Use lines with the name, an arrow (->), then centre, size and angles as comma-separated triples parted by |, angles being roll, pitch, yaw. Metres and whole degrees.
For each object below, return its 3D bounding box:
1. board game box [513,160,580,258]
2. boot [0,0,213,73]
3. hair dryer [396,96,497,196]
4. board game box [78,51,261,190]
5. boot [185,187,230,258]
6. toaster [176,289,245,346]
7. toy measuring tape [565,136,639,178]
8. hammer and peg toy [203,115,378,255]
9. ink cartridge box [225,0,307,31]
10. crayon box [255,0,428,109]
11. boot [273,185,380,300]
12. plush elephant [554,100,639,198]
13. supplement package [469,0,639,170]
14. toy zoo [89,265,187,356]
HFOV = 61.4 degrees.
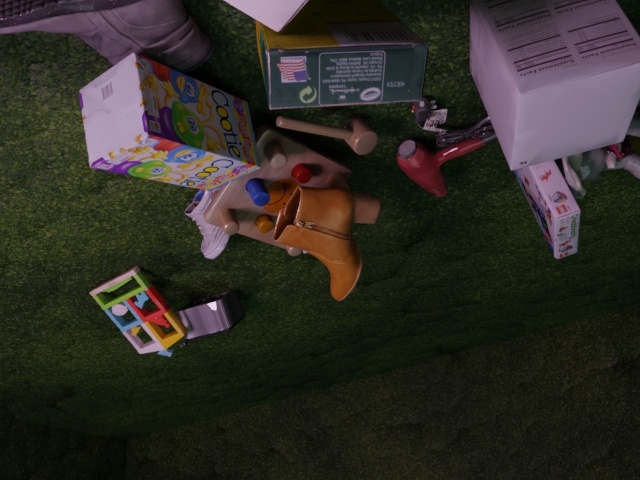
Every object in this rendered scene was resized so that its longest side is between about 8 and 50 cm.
board game box -> 0.481, -0.134, 1.186 | 0.053, 0.306, 0.193 | -20, 148, 13
boot -> -0.356, -0.319, 0.842 | 0.337, 0.118, 0.223 | -6, 157, 6
hair dryer -> 0.286, -0.190, 1.221 | 0.223, 0.080, 0.294 | 10, 150, 0
board game box -> -0.254, -0.192, 0.953 | 0.144, 0.142, 0.275 | -20, 167, 29
boot -> -0.276, -0.056, 1.329 | 0.123, 0.095, 0.258 | 15, 133, -26
toaster -> -0.350, 0.241, 1.710 | 0.167, 0.110, 0.185 | -17, -174, 12
toy measuring tape -> 0.802, -0.195, 1.362 | 0.330, 0.122, 0.121 | -28, 145, 28
hammer and peg toy -> -0.065, -0.146, 1.168 | 0.265, 0.127, 0.361 | 19, 119, -39
ink cartridge box -> -0.078, -0.413, 0.636 | 0.171, 0.233, 0.168 | 17, 140, -36
crayon box -> 0.011, -0.289, 0.784 | 0.202, 0.319, 0.081 | -5, 126, -6
boot -> -0.005, 0.009, 1.190 | 0.211, 0.104, 0.295 | 3, 124, -23
plush elephant -> 0.589, -0.220, 1.109 | 0.329, 0.272, 0.256 | 5, 126, 19
supplement package -> 0.388, -0.301, 0.923 | 0.197, 0.263, 0.199 | -14, 150, 8
toy zoo -> -0.528, 0.230, 1.609 | 0.192, 0.030, 0.293 | -25, 109, 24
